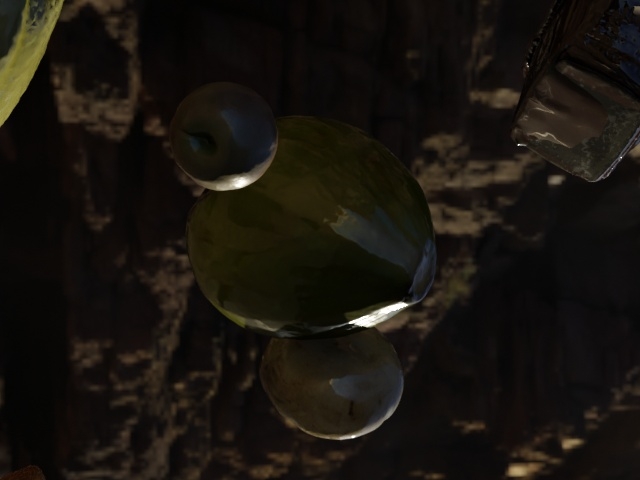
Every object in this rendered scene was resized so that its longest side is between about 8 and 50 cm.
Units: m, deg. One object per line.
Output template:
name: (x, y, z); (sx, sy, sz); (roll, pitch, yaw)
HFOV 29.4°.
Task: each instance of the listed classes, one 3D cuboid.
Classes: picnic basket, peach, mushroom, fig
picnic basket: (0.356, -0.190, 1.571); (0.129, 0.222, 0.297); (-59, 174, -21)
peach: (-0.071, -0.078, 0.911); (0.083, 0.083, 0.083); (180, -90, -79)
mushroom: (0.014, 0.155, 1.383); (0.166, 0.166, 0.127); (-102, -162, -48)
fig: (0.000, 0.000, 1.249); (0.271, 0.239, 0.239); (28, -56, 40)

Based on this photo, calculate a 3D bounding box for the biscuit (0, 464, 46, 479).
biscuit: (-0.457, 0.386, 1.471); (0.205, 0.324, 0.049); (-13, -67, 47)

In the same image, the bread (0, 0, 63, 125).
bread: (-0.360, -0.208, 0.986); (0.237, 0.320, 0.320); (-78, 173, -69)
